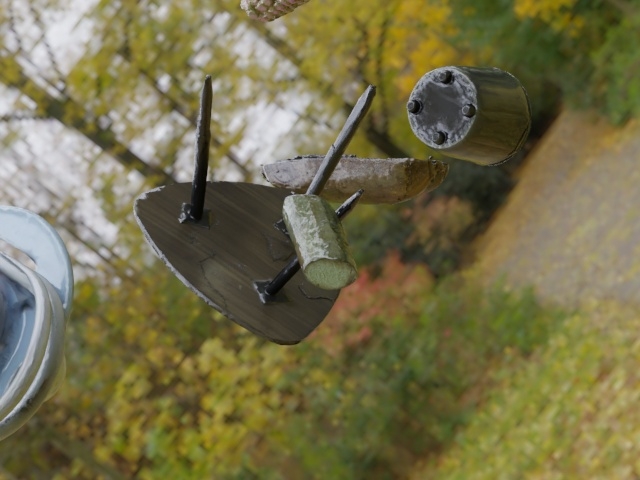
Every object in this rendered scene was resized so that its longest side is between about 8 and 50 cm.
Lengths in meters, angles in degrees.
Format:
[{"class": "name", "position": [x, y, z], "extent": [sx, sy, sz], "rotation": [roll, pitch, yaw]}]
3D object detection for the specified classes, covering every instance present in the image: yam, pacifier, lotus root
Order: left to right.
[{"class": "pacifier", "position": [-0.343, 0.121, 1.644], "extent": [0.299, 0.244, 0.233], "rotation": [-59, -27, -4]}, {"class": "yam", "position": [0.000, 0.000, 1.911], "extent": [0.069, 0.070, 0.146], "rotation": [-53, 35, 28]}, {"class": "lotus root", "position": [0.044, -0.092, 2.506], "extent": [0.167, 0.329, 0.078], "rotation": [12, -100, -54]}]

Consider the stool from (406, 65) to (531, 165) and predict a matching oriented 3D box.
[{"class": "stool", "position": [0.142, -0.122, 1.487], "extent": [0.110, 0.096, 0.096], "rotation": [4, -51, -52]}]

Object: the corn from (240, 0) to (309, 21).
[{"class": "corn", "position": [0.014, -0.438, 2.326], "extent": [0.335, 0.126, 0.126], "rotation": [-34, 9, 38]}]

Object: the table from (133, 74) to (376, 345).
[{"class": "table", "position": [-0.043, -0.080, 2.081], "extent": [0.317, 0.317, 0.249], "rotation": [-49, -12, -51]}]
